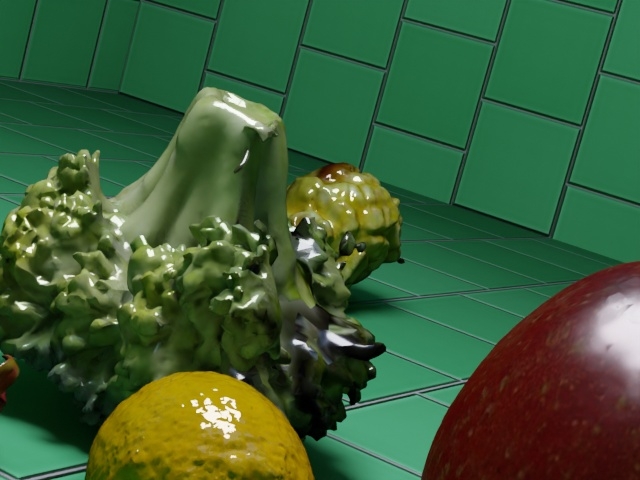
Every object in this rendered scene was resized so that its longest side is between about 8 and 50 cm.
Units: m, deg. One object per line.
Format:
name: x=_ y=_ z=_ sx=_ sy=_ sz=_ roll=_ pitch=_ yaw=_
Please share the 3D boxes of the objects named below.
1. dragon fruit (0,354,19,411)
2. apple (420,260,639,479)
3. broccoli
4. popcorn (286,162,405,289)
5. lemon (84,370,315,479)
dragon fruit: x=-0.293 y=0.088 z=1.029 sx=0.166 sy=0.136 sz=0.133 roll=40 pitch=26 yaw=-35
apple: x=0.237 y=0.167 z=0.866 sx=0.348 sy=0.277 sz=0.348 roll=22 pitch=5 yaw=-2
broccoli: x=-0.100 y=0.019 z=1.217 sx=0.348 sy=0.281 sz=0.293 roll=31 pitch=18 yaw=29
popcorn: x=0.001 y=-0.002 z=1.905 sx=0.189 sy=0.218 sz=0.169 roll=-27 pitch=86 yaw=-54
lemon: x=-0.072 y=0.157 z=0.903 sx=0.142 sy=0.142 sz=0.187 roll=10 pitch=12 yaw=-29
